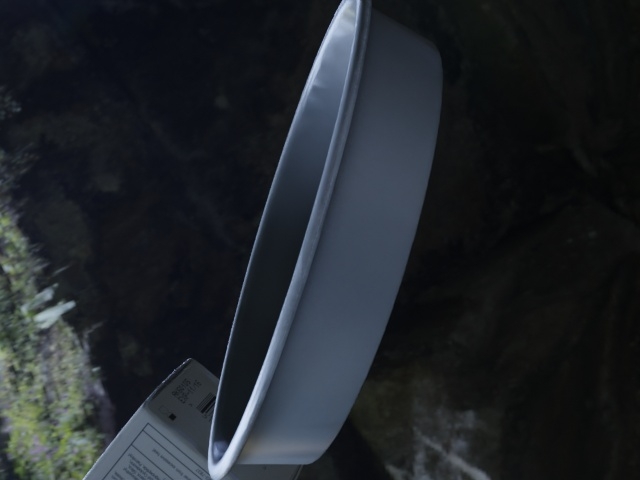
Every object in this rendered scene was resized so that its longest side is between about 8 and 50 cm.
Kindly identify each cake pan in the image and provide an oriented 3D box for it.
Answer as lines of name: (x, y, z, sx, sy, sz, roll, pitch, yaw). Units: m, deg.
cake pan: (0.000, 0.000, 0.634, 0.054, 0.293, 0.293, 17, -120, -8)

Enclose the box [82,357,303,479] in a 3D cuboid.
box: (-0.167, 0.273, 0.969, 0.148, 0.311, 0.121, 41, -162, 1)
